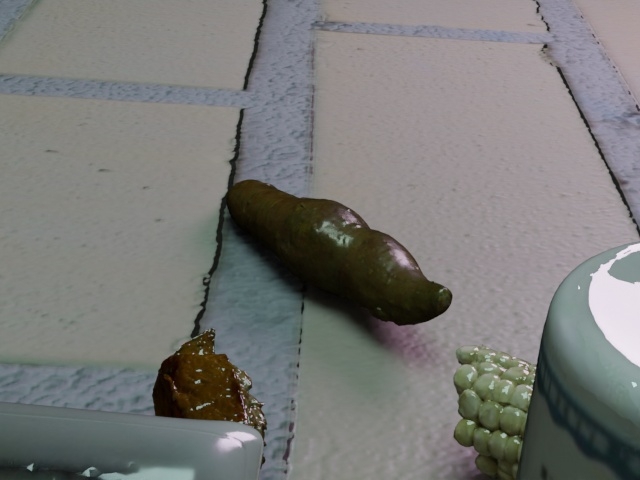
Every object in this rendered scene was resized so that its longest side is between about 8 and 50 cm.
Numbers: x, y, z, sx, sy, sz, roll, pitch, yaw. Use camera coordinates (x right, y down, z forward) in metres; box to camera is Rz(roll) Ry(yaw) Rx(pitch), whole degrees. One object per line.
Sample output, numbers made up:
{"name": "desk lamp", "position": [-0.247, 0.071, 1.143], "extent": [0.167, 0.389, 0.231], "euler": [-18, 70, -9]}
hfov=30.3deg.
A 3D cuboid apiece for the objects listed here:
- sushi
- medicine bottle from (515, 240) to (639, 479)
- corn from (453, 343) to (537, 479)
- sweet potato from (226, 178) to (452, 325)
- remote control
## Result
{"name": "sushi", "position": [-0.059, 0.099, 0.653], "extent": [0.055, 0.052, 0.120], "euler": [-7, 30, -20]}
{"name": "medicine bottle", "position": [0.132, 0.128, 0.425], "extent": [0.139, 0.237, 0.139], "euler": [4, 29, -2]}
{"name": "corn", "position": [0.159, 0.122, 0.618], "extent": [0.211, 0.087, 0.087], "euler": [15, 29, 32]}
{"name": "sweet potato", "position": [0.000, 0.000, 0.839], "extent": [0.067, 0.067, 0.274], "euler": [-15, 28, -32]}
{"name": "remote control", "position": [-0.188, 0.117, 0.568], "extent": [0.313, 0.055, 0.109], "euler": [5, 51, 4]}
